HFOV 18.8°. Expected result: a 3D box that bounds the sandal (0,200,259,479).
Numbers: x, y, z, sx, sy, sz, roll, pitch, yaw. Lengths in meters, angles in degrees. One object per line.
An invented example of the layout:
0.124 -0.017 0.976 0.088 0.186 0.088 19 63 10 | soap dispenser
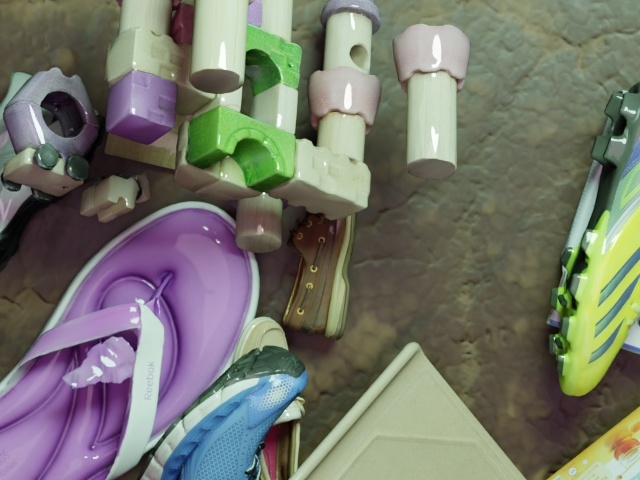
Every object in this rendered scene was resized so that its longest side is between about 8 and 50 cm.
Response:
-0.209 0.143 1.730 0.169 0.102 0.416 43 92 -4 | sandal

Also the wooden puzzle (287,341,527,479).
0.080 0.245 1.710 0.221 0.044 0.238 -46 110 -28 | wooden puzzle

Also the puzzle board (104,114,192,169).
-0.136 -0.131 1.760 0.096 0.011 0.128 13 93 0 | puzzle board

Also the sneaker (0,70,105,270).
-0.313 -0.033 1.730 0.108 0.100 0.271 40 86 7 | sneaker

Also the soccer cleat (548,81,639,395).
0.280 0.005 1.688 0.121 0.093 0.289 15 95 -7 | soccer cleat

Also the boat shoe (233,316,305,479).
-0.041 0.155 1.745 0.063 0.059 0.170 -10 104 -41 | boat shoe

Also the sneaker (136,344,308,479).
-0.087 0.235 1.695 0.147 0.130 0.330 33 116 6 | sneaker

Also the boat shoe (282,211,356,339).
0.000 0.000 1.742 0.060 0.064 0.178 6 96 -3 | boat shoe

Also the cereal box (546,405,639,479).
0.325 0.254 1.696 0.173 0.047 0.240 -39 48 1 | cereal box

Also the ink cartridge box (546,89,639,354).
0.340 0.002 1.754 0.223 0.045 0.224 19 94 -1 | ink cartridge box

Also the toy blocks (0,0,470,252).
-0.070 -0.171 1.638 0.288 0.309 0.260 20 60 -35 | toy blocks
